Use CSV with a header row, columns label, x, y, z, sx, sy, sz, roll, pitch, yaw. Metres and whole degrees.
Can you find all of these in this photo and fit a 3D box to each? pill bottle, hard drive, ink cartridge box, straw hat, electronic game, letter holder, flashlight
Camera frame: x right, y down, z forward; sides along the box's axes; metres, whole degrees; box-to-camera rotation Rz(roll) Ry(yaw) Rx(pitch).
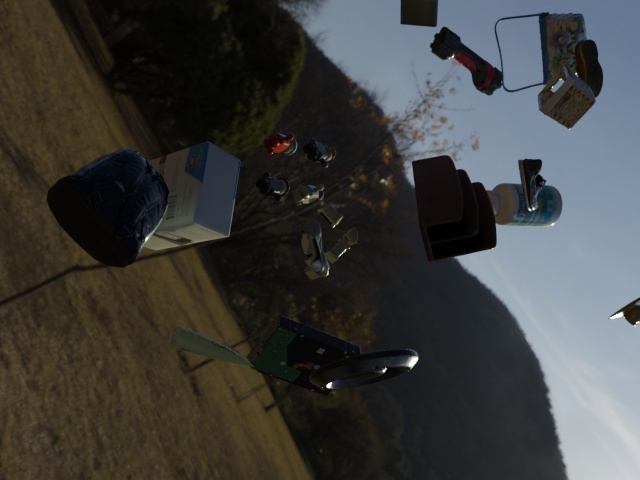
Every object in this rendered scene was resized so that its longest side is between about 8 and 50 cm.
label,x,y,z,sx,sy,sz,roll,pitch,yaw
pill bottle,0.677,-0.122,2.219,0.146,0.264,0.146,180,-90,-72
hard drive,-0.059,0.407,2.279,0.339,0.237,0.064,23,31,-22
ink cartridge box,-0.482,-0.141,2.224,0.166,0.395,0.285,27,62,-46
hard drive,0.345,-0.803,2.280,0.135,0.022,0.094,16,-54,30
straw hat,0.939,0.221,1.946,0.061,0.144,0.144,56,-4,15
electronic game,0.090,0.264,1.344,0.229,0.229,0.048,69,8,-68
letter holder,0.400,-0.110,1.937,0.302,0.214,0.152,-88,162,-46
flashlight,0.514,-0.623,2.293,0.304,0.103,0.103,22,49,-31

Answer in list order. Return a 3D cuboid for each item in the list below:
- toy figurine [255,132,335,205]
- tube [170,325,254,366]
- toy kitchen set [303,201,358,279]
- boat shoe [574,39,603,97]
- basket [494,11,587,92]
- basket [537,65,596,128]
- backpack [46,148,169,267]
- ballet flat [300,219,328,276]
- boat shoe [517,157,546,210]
label,x,y,z,sx,sy,sz,roll,pitch,yaw
toy figurine,-0.074,-0.215,1.977,0.148,0.209,0.213,-6,107,-66
tube,-0.306,0.308,1.852,0.240,0.062,0.070,25,41,-24
toy kitchen set,0.000,0.000,2.204,0.166,0.207,0.122,48,-17,-3
boat shoe,0.818,-0.523,1.991,0.060,0.064,0.178,-142,-146,-72
basket,0.752,-0.654,2.211,0.201,0.289,0.255,-52,131,-54
basket,0.672,-0.389,1.779,0.103,0.113,0.167,36,31,-3
backpack,-0.574,-0.112,1.826,0.290,0.273,0.355,51,39,-20
ballet flat,-0.025,0.037,1.955,0.072,0.068,0.213,14,-49,31
boat shoe,0.580,-0.149,1.761,0.206,0.065,0.075,55,30,-50
